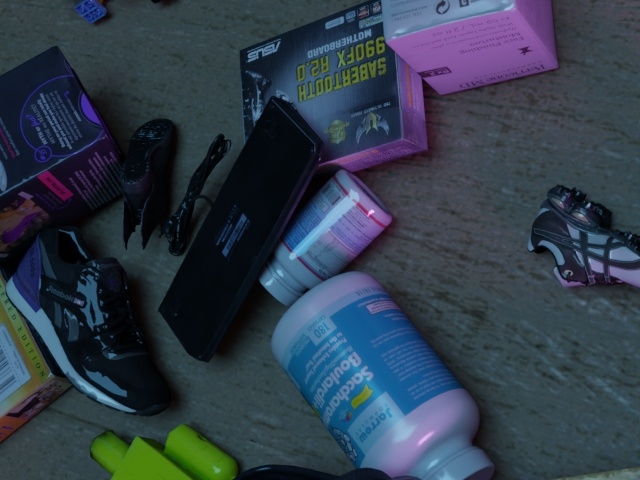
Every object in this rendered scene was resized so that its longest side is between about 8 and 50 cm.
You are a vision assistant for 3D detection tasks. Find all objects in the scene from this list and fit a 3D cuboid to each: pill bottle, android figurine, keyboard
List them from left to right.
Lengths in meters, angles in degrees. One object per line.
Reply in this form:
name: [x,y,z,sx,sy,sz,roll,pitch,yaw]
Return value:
android figurine: [-0.188,0.346,1.562,0.273,0.056,0.248,30,90,28]
keyboard: [-0.110,-0.026,1.581,0.201,0.033,0.317,49,117,42]
pill bottle: [0.000,0.000,1.544,0.160,0.087,0.087,-44,64,9]
pill bottle: [0.072,0.170,1.436,0.146,0.146,0.264,-44,64,9]

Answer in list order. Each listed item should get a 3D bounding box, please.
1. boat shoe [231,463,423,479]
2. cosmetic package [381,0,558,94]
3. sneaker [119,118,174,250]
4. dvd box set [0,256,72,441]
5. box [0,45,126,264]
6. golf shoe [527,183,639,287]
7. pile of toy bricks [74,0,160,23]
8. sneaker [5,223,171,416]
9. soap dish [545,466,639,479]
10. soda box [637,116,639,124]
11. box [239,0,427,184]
boat shoe: [0.036,0.311,1.274,0.500,0.187,0.156,-2,108,62]
cosmetic package: [0.165,-0.274,1.481,0.151,0.184,0.151,-11,72,23]
sneaker: [-0.217,-0.073,1.673,0.051,0.089,0.170,1,40,13]
dvd box set: [-0.550,0.181,1.763,0.420,0.062,0.307,-39,65,12]
box: [-0.396,-0.092,1.676,0.270,0.143,0.165,-30,65,-4]
golf shoe: [0.305,0.025,1.413,0.198,0.077,0.094,42,106,37]
pile of toy bricks: [-0.256,-0.378,1.758,0.212,0.118,0.105,-22,40,35]
sneaker: [-0.273,0.090,1.616,0.283,0.107,0.124,42,113,25]
soap dish: [0.307,0.338,1.277,0.291,0.118,0.229,-10,71,10]
soda box: [0.390,-0.050,1.393,0.058,0.061,0.181,-19,70,19]
box: [0.010,-0.169,1.572,0.231,0.056,0.183,-14,71,35]
